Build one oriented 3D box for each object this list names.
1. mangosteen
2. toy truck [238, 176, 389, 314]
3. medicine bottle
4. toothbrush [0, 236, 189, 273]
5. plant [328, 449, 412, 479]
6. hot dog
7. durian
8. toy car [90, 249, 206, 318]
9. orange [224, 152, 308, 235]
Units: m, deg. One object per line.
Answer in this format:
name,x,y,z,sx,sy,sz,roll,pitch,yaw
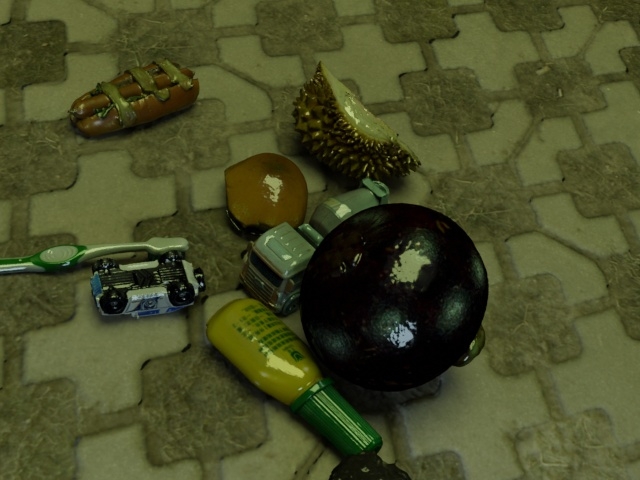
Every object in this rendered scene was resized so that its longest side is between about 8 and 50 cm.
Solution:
mangosteen,0.111,0.089,1.645,0.288,0.288,0.288,9,45,-9
toy truck,0.000,0.000,1.797,0.256,0.140,0.108,-28,60,-36
medicine bottle,-0.034,0.199,1.637,0.309,0.076,0.111,41,45,23
toothbrush,-0.402,0.026,1.719,0.418,0.040,0.042,-4,50,-20
plant,0.043,0.373,1.457,0.131,0.142,0.203,27,35,-4
hot dog,-0.322,-0.248,1.992,0.269,0.072,0.109,-27,57,-37
durian,0.056,-0.176,2.000,0.249,0.183,0.138,39,85,17
toy car,-0.253,0.069,1.701,0.170,0.070,0.080,-7,49,-20
orange,-0.084,-0.081,1.880,0.170,0.112,0.160,44,49,10
